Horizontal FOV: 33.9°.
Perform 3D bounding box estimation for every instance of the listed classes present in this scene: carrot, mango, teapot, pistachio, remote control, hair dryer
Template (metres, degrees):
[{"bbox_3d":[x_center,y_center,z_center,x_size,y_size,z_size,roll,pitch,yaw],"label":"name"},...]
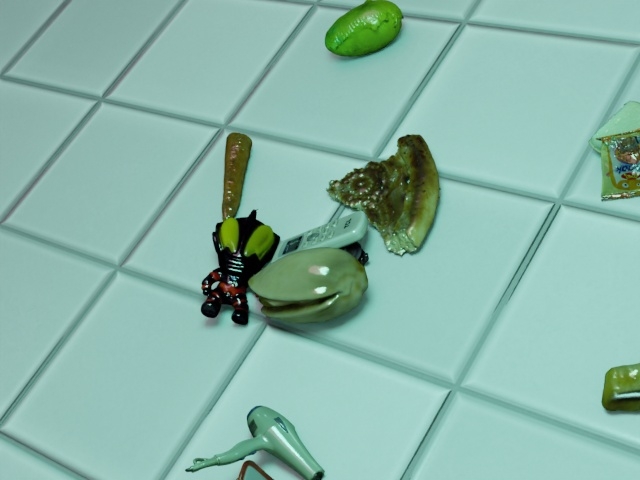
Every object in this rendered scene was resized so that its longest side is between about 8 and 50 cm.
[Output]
[{"bbox_3d":[-0.176,-0.121,2.144,0.057,0.057,0.224,-10,52,18],"label":"carrot"},{"bbox_3d":[0.091,-0.455,2.243,0.178,0.119,0.100,-24,65,4],"label":"mango"},{"bbox_3d":[0.044,0.028,1.912,0.100,0.045,0.068,3,53,27],"label":"teapot"},{"bbox_3d":[-0.019,0.078,1.843,0.215,0.144,0.144,-7,50,28],"label":"pistachio"},{"bbox_3d":[0.000,0.000,1.931,0.190,0.029,0.087,-20,23,22],"label":"remote control"},{"bbox_3d":[-0.091,0.350,1.655,0.167,0.067,0.199,28,34,24],"label":"hair dryer"}]

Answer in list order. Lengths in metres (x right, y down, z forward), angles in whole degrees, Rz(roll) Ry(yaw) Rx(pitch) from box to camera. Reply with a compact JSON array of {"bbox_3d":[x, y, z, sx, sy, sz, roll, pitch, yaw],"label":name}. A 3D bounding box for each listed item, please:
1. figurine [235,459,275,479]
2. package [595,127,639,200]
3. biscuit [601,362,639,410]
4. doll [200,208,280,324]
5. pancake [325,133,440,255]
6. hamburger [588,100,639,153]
[{"bbox_3d":[-0.183,0.457,1.604,0.226,0.160,0.183,-13,47,27],"label":"figurine"},{"bbox_3d":[0.529,-0.131,1.794,0.108,0.031,0.120,-6,88,23],"label":"package"},{"bbox_3d":[0.516,0.176,1.567,0.174,0.039,0.183,-2,52,27],"label":"biscuit"},{"bbox_3d":[-0.149,0.039,1.970,0.088,0.127,0.248,-33,31,48],"label":"doll"},{"bbox_3d":[0.110,-0.092,1.973,0.245,0.057,0.266,1,54,27],"label":"pancake"},{"bbox_3d":[0.543,-0.184,1.848,0.121,0.054,0.084,-37,51,-4],"label":"hamburger"}]
